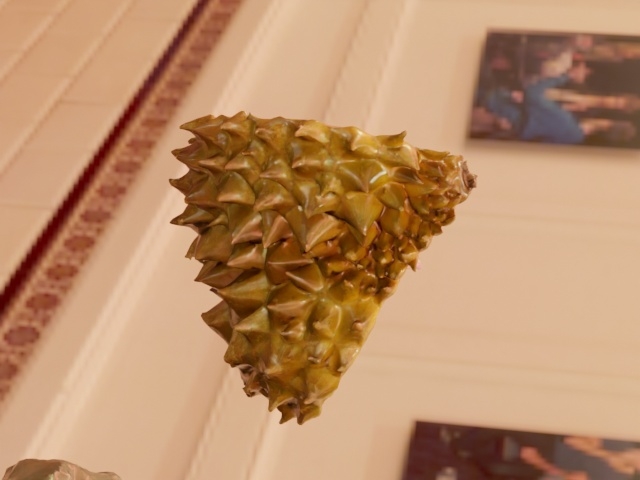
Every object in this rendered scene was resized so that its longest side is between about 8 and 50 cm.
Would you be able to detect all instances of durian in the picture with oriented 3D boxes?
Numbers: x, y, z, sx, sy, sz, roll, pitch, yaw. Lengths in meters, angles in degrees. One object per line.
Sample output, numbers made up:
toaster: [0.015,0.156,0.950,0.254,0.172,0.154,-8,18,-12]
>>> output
durian: [-0.001,-0.001,0.699,0.182,0.132,0.165,-130,-162,-64]

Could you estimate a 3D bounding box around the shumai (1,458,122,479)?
shumai: [-0.143,0.305,0.755,0.304,0.263,0.309,52,10,-48]
